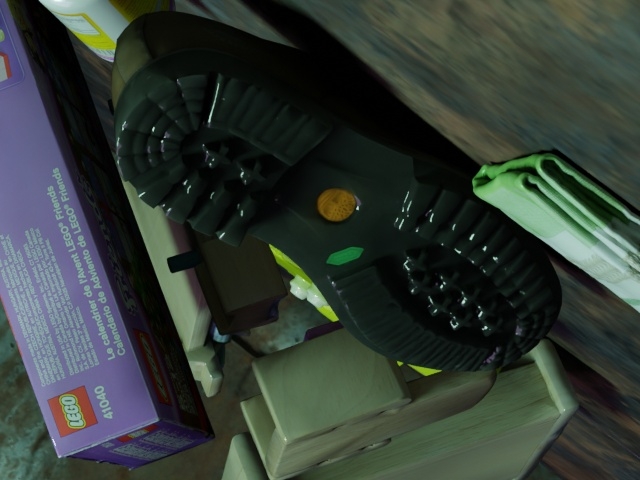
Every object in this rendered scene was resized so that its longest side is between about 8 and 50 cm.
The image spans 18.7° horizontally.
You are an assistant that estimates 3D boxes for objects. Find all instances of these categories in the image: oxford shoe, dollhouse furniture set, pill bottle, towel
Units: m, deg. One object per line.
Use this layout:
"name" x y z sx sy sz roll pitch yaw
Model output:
"oxford shoe" 0.012 -0.025 0.767 0.227 0.083 0.096 37 -161 -33
"dollhouse furniture set" 0.000 0.000 1.150 0.286 0.198 0.303 108 142 -64
"pill bottle" -0.093 -0.107 0.801 0.043 0.043 0.083 34 175 24
"towel" 0.119 0.024 0.664 0.152 0.023 0.113 37 175 -4

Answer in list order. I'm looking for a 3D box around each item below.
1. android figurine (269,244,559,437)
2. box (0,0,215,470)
"android figurine" 0.054 0.056 1.416 0.273 0.056 0.248 35 177 -14
"box" -0.141 -0.026 1.026 0.201 0.057 0.293 58 -169 -81
